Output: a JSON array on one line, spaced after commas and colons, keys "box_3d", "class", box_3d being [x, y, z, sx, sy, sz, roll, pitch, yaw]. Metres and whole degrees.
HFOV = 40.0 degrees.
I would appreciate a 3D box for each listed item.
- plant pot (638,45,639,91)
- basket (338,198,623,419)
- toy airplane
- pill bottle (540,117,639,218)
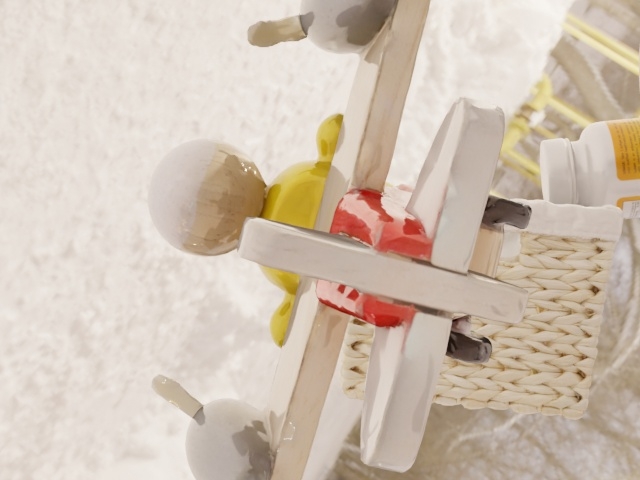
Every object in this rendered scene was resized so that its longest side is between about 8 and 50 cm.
[{"box_3d": [0.358, -0.198, 0.596, 0.284, 0.284, 0.191, -49, 136, -26], "class": "plant pot"}, {"box_3d": [0.192, 0.072, 1.185, 0.331, 0.328, 0.266, 16, 79, -88], "class": "basket"}, {"box_3d": [0.000, 0.000, 0.596, 0.384, 0.272, 0.386, 95, 15, -48], "class": "toy airplane"}, {"box_3d": [0.430, -0.099, 1.196, 0.136, 0.245, 0.136, -5, 90, -82], "class": "pill bottle"}]
